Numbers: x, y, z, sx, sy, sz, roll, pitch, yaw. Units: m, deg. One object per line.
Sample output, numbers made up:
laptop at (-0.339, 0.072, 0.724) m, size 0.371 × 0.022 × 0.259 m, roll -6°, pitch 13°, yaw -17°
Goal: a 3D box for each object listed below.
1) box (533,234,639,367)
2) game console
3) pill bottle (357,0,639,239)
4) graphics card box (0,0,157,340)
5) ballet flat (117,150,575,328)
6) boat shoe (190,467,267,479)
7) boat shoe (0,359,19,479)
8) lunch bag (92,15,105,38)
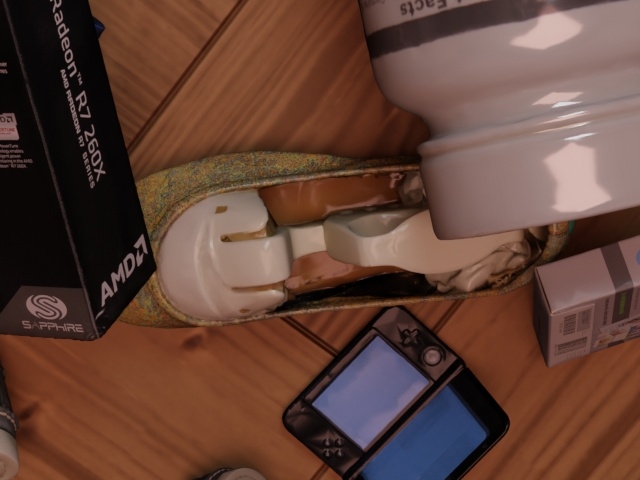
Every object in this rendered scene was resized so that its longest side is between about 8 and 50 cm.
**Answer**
box at (0.236, 0.026, 1.320) m, size 0.186 × 0.145 × 0.038 m, roll -17°, pitch 72°, yaw 1°
game console at (0.051, 0.125, 1.367) m, size 0.107 × 0.071 × 0.122 m, roll 42°, pitch 98°, yaw -14°
pill bottle at (0.116, -0.192, 1.181) m, size 0.204 × 0.204 × 0.361 m, roll -12°, pitch 92°, yaw -1°
graphics card box at (-0.252, -0.119, 1.177) m, size 0.232 × 0.094 × 0.371 m, roll 2°, pitch 121°, yaw 23°
ballet flat at (0.000, 0.000, 1.307) m, size 0.348 × 0.123 × 0.123 m, roll -7°, pitch 105°, yaw -2°
boat shoe at (-0.036, 0.249, 1.411) m, size 0.065 × 0.075 × 0.206 m, roll -8°, pitch 119°, yaw 42°
boat shoe at (-0.363, 0.135, 1.341) m, size 0.319 × 0.116 × 0.099 m, roll -9°, pitch 63°, yaw 5°
lunch bag at (-0.190, -0.134, 1.268) m, size 0.067 × 0.098 × 0.065 m, roll 39°, pitch 97°, yaw 18°
